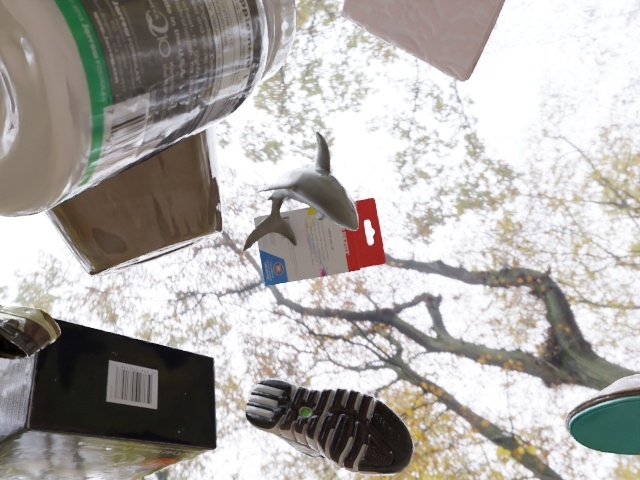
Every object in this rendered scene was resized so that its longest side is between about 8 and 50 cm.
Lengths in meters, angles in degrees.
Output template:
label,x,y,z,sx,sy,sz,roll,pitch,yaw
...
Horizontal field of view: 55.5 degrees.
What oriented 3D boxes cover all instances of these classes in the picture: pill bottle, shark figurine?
label,x,y,z,sx,sy,sz,roll,pitch,yaw
pill bottle,-0.173,-0.180,0.539,0.204,0.361,0.204,11,-60,20
shark figurine,-0.060,-0.071,0.987,0.116,0.278,0.166,-16,-89,-33

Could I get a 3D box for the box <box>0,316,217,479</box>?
label,x,y,z,sx,sy,sz,roll,pitch,yaw
box,-0.410,0.303,1.064,0.312,0.179,0.343,-30,-38,32

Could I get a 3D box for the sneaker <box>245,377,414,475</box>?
label,x,y,z,sx,sy,sz,roll,pitch,yaw
sneaker,0.032,0.294,0.928,0.107,0.281,0.162,-62,-39,-23

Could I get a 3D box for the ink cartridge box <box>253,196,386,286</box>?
label,x,y,z,sx,sy,sz,roll,pitch,yaw
ink cartridge box,0.000,0.000,1.153,0.230,0.078,0.134,-10,-89,4

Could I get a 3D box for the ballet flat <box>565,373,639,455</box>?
label,x,y,z,sx,sy,sz,roll,pitch,yaw
ballet flat,0.491,0.213,0.814,0.315,0.106,0.108,-22,-81,36

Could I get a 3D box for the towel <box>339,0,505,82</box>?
label,x,y,z,sx,sy,sz,roll,pitch,yaw
towel,0.221,-0.533,1.251,0.331,0.053,0.317,33,-44,13

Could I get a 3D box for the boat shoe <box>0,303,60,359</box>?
label,x,y,z,sx,sy,sz,roll,pitch,yaw
boat shoe,-0.343,0.096,0.631,0.152,0.049,0.056,-5,-62,25

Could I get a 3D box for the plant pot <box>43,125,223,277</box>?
label,x,y,z,sx,sy,sz,roll,pitch,yaw
plant pot,-0.265,-0.112,0.832,0.323,0.323,0.281,-21,-90,-10
